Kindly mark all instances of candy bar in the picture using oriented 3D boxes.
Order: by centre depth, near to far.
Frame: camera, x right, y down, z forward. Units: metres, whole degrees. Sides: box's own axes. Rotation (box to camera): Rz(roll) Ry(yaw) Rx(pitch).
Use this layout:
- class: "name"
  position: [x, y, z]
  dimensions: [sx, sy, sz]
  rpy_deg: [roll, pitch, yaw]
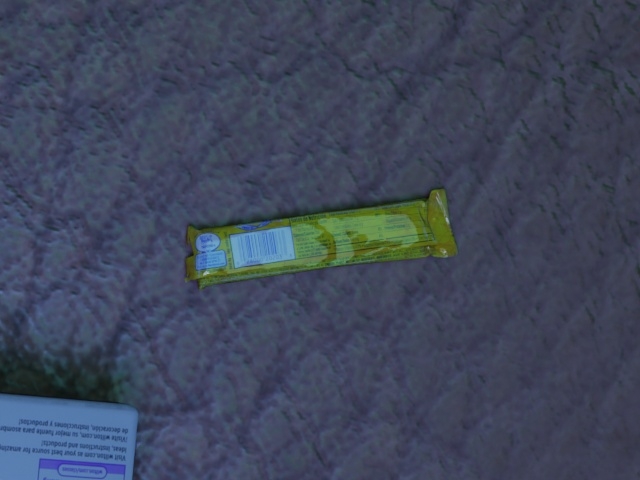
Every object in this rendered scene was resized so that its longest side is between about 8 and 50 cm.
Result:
- class: "candy bar"
  position: [0.000, 0.000, 1.069]
  dimensions: [0.161, 0.018, 0.040]
  rpy_deg: [-8, 88, -11]

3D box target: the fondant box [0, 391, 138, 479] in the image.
- class: "fondant box"
  position: [-0.226, 0.235, 0.925]
  dimensions: [0.238, 0.096, 0.330]
  rpy_deg: [10, 80, -34]
